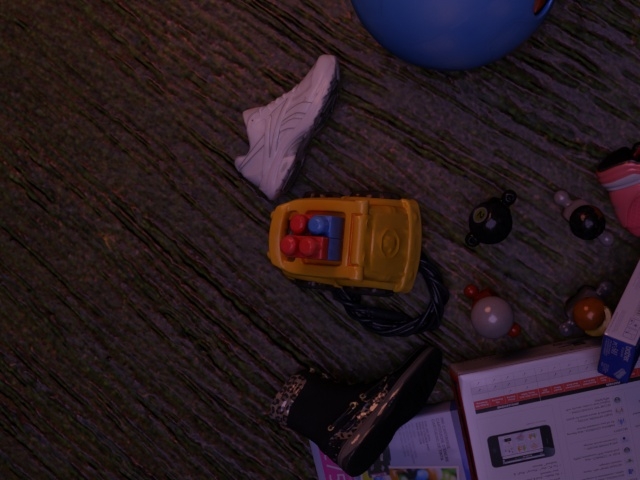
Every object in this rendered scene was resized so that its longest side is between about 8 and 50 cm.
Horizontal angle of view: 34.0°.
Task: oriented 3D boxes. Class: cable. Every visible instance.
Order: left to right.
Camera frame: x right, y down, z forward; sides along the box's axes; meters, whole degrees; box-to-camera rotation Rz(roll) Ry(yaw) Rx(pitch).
[{"bbox_3d":[0.104,0.072,1.564,0.150,0.047,0.184,-42,89,11],"label":"cable"}]

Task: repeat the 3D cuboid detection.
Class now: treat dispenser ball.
[{"bbox_3d":[0.175,-0.368,1.385,0.288,0.288,0.288,1,96,9],"label":"treat dispenser ball"}]

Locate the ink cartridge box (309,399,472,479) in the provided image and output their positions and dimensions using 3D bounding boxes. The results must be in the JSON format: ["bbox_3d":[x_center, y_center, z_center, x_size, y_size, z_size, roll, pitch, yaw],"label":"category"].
[{"bbox_3d":[0.153,0.347,1.580,0.311,0.065,0.185,-13,94,8],"label":"ink cartridge box"}]

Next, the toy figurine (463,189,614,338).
[{"bbox_3d":[0.307,0.035,1.476,0.210,0.148,0.213,1,96,9],"label":"toy figurine"}]

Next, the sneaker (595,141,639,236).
[{"bbox_3d":[0.553,-0.094,1.458,0.314,0.116,0.136,-16,103,17],"label":"sneaker"}]

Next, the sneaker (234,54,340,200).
[{"bbox_3d":[-0.056,-0.181,1.544,0.115,0.090,0.232,31,99,8],"label":"sneaker"}]

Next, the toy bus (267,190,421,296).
[{"bbox_3d":[0.000,0.000,1.465,0.220,0.211,0.149,4,90,36],"label":"toy bus"}]

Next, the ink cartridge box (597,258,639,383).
[{"bbox_3d":[0.438,0.083,1.424,0.046,0.097,0.207,21,58,23],"label":"ink cartridge box"}]

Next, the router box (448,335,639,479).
[{"bbox_3d":[0.377,0.295,1.494,0.336,0.082,0.301,-11,94,-1],"label":"router box"}]

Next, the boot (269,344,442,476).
[{"bbox_3d":[0.052,0.220,1.559,0.179,0.085,0.236,23,59,37],"label":"boot"}]
